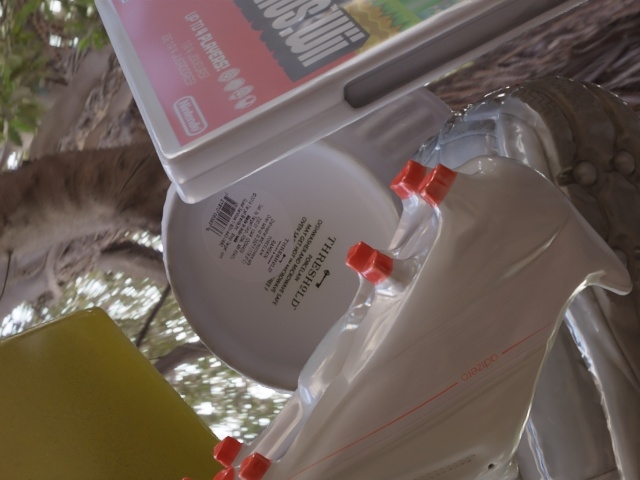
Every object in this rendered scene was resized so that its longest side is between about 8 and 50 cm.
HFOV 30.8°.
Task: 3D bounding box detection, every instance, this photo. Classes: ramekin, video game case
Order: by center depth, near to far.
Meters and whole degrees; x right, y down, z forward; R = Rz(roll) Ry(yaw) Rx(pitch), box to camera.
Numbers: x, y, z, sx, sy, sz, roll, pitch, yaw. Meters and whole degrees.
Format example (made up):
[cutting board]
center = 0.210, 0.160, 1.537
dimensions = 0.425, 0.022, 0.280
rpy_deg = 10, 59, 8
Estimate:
[video game case]
center = 0.040, -0.135, 0.535
dimensions = 0.285, 0.204, 0.025
rpy_deg = -27, -55, -2
[ramekin]
center = 0.000, 0.000, 0.721
dimensions = 0.207, 0.207, 0.109
rpy_deg = 58, -151, -2

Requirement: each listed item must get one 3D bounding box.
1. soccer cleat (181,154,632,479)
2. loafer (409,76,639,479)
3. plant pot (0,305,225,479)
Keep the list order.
[soccer cleat]
center = 0.013, 0.066, 0.334
dimensions = 0.076, 0.068, 0.196
rpy_deg = 34, -85, -12
[loafer]
center = 0.114, 0.092, 0.487
dimensions = 0.112, 0.111, 0.319
rpy_deg = -5, -102, -38
[plant pot]
center = -0.189, 0.190, 0.708
dimensions = 0.212, 0.212, 0.187
rpy_deg = 42, -153, 29
